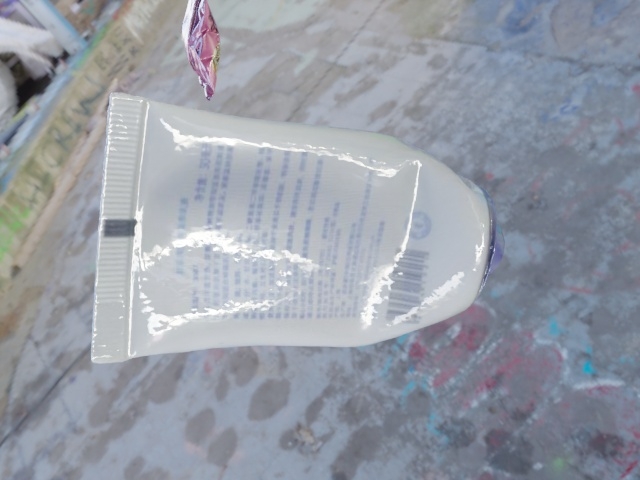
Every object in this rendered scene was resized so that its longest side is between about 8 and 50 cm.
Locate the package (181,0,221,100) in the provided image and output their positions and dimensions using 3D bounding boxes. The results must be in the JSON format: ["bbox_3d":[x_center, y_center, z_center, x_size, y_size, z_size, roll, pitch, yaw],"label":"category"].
[{"bbox_3d":[-0.090,-0.155,0.601,0.029,0.083,0.059,-10,31,-11],"label":"package"}]

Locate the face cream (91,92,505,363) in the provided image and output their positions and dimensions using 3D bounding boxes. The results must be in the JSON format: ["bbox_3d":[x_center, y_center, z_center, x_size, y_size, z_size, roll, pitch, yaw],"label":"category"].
[{"bbox_3d":[0.000,0.000,0.764,0.137,0.420,0.234,24,109,60],"label":"face cream"}]
